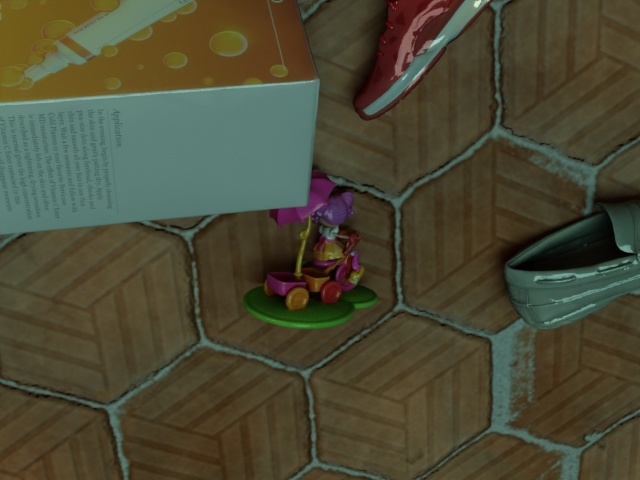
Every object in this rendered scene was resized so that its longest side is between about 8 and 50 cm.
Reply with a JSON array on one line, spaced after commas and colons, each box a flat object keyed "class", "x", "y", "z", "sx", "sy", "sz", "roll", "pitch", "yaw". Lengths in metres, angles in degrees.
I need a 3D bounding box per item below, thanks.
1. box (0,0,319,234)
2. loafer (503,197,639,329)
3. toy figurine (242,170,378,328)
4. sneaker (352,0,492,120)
[{"class": "box", "x": -0.192, "y": -0.146, "z": 1.014, "sx": 0.345, "sy": 0.215, "sz": 0.168, "roll": -6, "pitch": 141, "yaw": -11}, {"class": "loafer", "x": 0.374, "y": 0.000, "z": 1.314, "sx": 0.319, "sy": 0.112, "sz": 0.111, "roll": -28, "pitch": 129, "yaw": 3}, {"class": "toy figurine", "x": 0.000, "y": 0.000, "z": 1.237, "sx": 0.173, "sy": 0.130, "sz": 0.159, "roll": -7, "pitch": 112, "yaw": -35}, {"class": "sneaker", "x": 0.082, "y": -0.242, "z": 1.148, "sx": 0.128, "sy": 0.087, "sz": 0.221, "roll": 40, "pitch": 107, "yaw": -8}]
